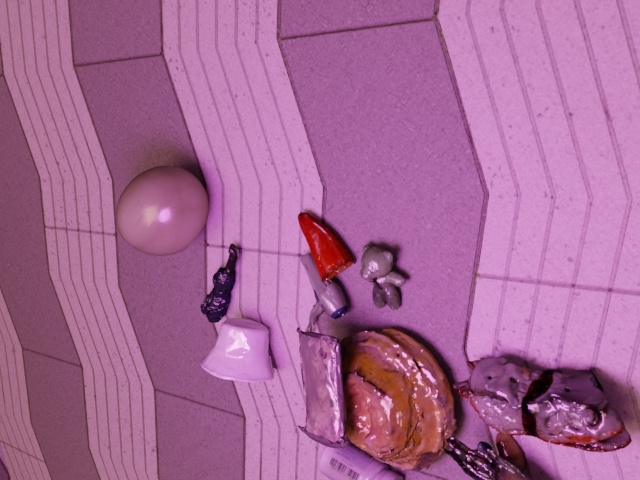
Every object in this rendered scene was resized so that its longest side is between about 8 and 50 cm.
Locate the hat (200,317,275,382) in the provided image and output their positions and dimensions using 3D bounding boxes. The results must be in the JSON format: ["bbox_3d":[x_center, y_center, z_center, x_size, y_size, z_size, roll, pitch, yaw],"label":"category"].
[{"bbox_3d":[-0.201,0.269,1.962,0.203,0.203,0.126,14,100,37],"label":"hat"}]

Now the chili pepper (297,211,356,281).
[{"bbox_3d":[-0.002,0.003,1.745,0.088,0.065,0.168,-34,72,8],"label":"chili pepper"}]

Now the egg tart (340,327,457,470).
[{"bbox_3d":[0.134,0.361,1.707,0.352,0.150,0.351,17,116,40],"label":"egg tart"}]

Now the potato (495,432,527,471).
[{"bbox_3d":[0.387,0.437,1.583,0.037,0.036,0.093,-30,85,47],"label":"potato"}]

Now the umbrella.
[{"bbox_3d":[-0.251,0.116,2.003,0.071,0.071,0.248,42,127,22],"label":"umbrella"}]

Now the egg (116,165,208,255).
[{"bbox_3d":[-0.397,-0.072,1.954,0.219,0.219,0.269,57,139,9],"label":"egg"}]

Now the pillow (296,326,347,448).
[{"bbox_3d":[0.011,0.318,1.680,0.169,0.059,0.254,1,95,57],"label":"pillow"}]

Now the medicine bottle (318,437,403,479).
[{"bbox_3d":[0.095,0.550,1.838,0.187,0.103,0.102,23,120,33],"label":"medicine bottle"}]

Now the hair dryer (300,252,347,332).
[{"bbox_3d":[-0.017,0.123,1.825,0.199,0.068,0.167,-40,69,58],"label":"hair dryer"}]

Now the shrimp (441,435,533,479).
[{"bbox_3d":[0.387,0.579,1.565,0.445,0.085,0.272,48,119,2],"label":"shrimp"}]

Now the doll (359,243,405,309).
[{"bbox_3d":[0.127,0.084,1.658,0.115,0.078,0.150,10,124,50],"label":"doll"}]

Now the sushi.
[{"bbox_3d":[0.411,0.299,1.451,0.332,0.124,0.129,2,118,40],"label":"sushi"}]
